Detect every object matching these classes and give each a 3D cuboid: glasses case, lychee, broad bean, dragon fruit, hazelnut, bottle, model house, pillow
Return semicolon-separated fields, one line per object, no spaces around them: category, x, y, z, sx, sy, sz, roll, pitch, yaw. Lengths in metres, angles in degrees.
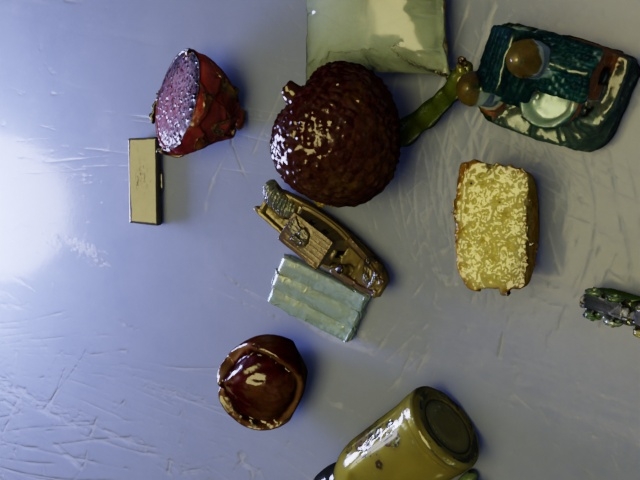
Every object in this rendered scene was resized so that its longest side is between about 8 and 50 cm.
glasses case;-0.376;-0.128;2.212;0.072;0.042;0.190;4;98;23
lychee;0.030;-0.184;1.818;0.261;0.261;0.260;4;99;30
broad bean;0.198;-0.236;1.820;0.053;0.052;0.256;27;142;-14
dragon fruit;-0.231;-0.266;2.067;0.223;0.148;0.218;-58;37;33
hazelnut;-0.110;0.283;2.043;0.170;0.161;0.201;16;99;26
bottle;0.115;0.431;1.924;0.351;0.171;0.171;-41;76;29
model house;0.339;-0.255;1.635;0.253;0.291;0.184;25;104;26
pillow;0.095;-0.441;1.846;0.313;0.119;0.309;3;102;29

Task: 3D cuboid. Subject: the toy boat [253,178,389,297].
toy boat;0.000;0.000;1.963;0.321;0.121;0.089;38;108;21

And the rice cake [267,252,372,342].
rice cake;-0.008;0.111;2.028;0.211;0.038;0.124;30;110;25

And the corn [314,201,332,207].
corn;-0.011;-0.162;1.976;0.068;0.068;0.207;-15;89;31

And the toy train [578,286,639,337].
toy train;0.516;0.121;1.668;0.202;0.081;0.060;19;108;51

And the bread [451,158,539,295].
bread;0.311;-0.027;1.764;0.143;0.139;0.228;5;100;28

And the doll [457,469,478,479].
doll;0.249;0.498;1.910;0.150;0.078;0.115;-51;26;20
